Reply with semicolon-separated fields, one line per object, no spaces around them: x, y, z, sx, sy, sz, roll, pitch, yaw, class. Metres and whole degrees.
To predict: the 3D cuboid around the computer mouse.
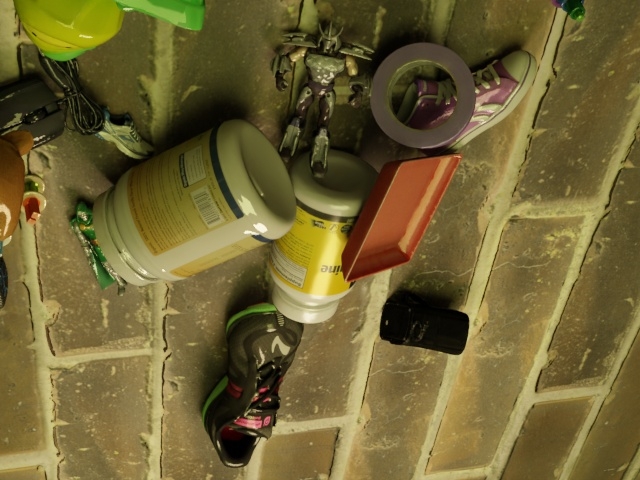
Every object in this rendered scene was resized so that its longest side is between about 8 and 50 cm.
-0.520;-0.211;1.612;0.272;0.072;0.188;-21;123;3;computer mouse

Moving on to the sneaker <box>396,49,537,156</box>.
0.267;-0.279;1.814;0.282;0.102;0.161;-42;127;19;sneaker

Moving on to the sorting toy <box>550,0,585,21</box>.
0.321;-0.447;1.651;0.366;0.126;0.127;10;136;-27;sorting toy

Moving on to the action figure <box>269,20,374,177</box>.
-0.003;-0.263;1.723;0.185;0.099;0.285;16;126;5;action figure

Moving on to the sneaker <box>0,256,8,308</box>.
-0.655;0.045;1.819;0.081;0.080;0.211;-12;124;1;sneaker

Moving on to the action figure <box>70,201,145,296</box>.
-0.419;0.011;1.875;0.137;0.063;0.232;-21;131;5;action figure

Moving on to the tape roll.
0.187;-0.261;1.741;0.189;0.080;0.188;1;94;11;tape roll

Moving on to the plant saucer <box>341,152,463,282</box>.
0.146;-0.056;1.819;0.258;0.048;0.259;-14;135;-56;plant saucer

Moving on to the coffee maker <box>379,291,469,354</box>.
0.250;0.209;2.200;0.178;0.171;0.120;12;110;-29;coffee maker

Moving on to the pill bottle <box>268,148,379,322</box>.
0.000;0.000;1.914;0.188;0.188;0.333;-1;131;-18;pill bottle

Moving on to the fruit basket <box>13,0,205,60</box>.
-0.351;-0.395;1.387;0.392;0.283;0.392;-4;123;-6;fruit basket

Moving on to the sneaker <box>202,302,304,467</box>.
-0.139;0.330;2.155;0.185;0.202;0.482;1;130;-20;sneaker

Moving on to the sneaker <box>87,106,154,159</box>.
-0.348;-0.192;1.718;0.135;0.052;0.058;29;113;-37;sneaker

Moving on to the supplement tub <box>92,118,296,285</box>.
-0.228;-0.061;1.735;0.316;0.228;0.228;-23;135;20;supplement tub

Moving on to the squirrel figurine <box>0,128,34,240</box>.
-0.642;-0.138;1.468;0.371;0.281;0.396;-1;110;22;squirrel figurine

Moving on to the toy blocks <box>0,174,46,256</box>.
-0.549;-0.041;1.719;0.123;0.148;0.054;-23;134;3;toy blocks
